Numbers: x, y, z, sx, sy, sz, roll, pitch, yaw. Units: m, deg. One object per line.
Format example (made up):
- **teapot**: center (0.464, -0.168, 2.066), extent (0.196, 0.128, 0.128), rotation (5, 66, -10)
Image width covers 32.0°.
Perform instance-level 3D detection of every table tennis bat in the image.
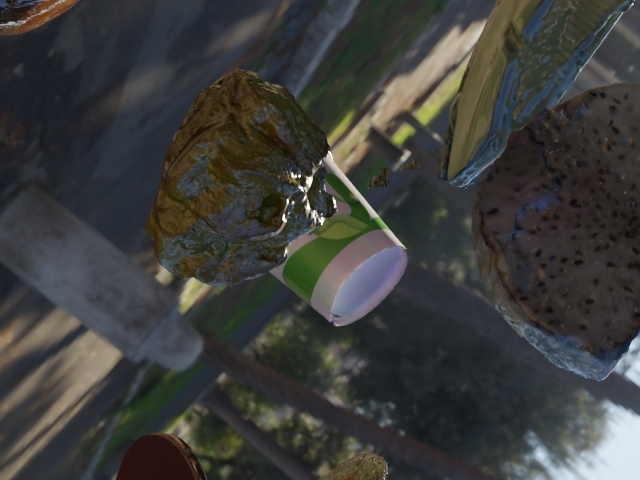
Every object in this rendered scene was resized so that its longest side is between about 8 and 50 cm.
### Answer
- **table tennis bat**: center (-0.096, 0.208, 0.741), extent (0.220, 0.019, 0.130), rotation (26, -77, 57)

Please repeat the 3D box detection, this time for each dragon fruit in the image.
- **dragon fruit**: center (0.268, -0.011, 1.126), extent (0.283, 0.204, 0.221), rotation (-53, 163, -11)

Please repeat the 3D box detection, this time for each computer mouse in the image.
- **computer mouse**: center (0.285, -0.266, 1.546), extent (0.429, 0.145, 0.228), rotation (-53, -174, 2)

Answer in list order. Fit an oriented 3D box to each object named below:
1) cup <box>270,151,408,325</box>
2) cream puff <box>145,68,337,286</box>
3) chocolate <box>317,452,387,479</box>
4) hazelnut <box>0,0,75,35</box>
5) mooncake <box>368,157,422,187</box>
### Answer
- **cup**: center (0.000, 0.000, 2.004), extent (0.253, 0.274, 0.253), rotation (-33, 152, -20)
- **cream puff**: center (-0.089, -0.067, 1.201), extent (0.244, 0.196, 0.244), rotation (-38, -153, 24)
- **chocolate**: center (0.026, 0.313, 0.989), extent (0.221, 0.147, 0.221), rotation (-40, -170, 8)
- **hazelnut**: center (-0.411, -0.463, 1.541), extent (0.366, 0.366, 0.366), rotation (-49, 175, -5)
- **mooncake**: center (0.152, -0.213, 1.434), extent (0.150, 0.057, 0.347), rotation (-47, 160, -83)
